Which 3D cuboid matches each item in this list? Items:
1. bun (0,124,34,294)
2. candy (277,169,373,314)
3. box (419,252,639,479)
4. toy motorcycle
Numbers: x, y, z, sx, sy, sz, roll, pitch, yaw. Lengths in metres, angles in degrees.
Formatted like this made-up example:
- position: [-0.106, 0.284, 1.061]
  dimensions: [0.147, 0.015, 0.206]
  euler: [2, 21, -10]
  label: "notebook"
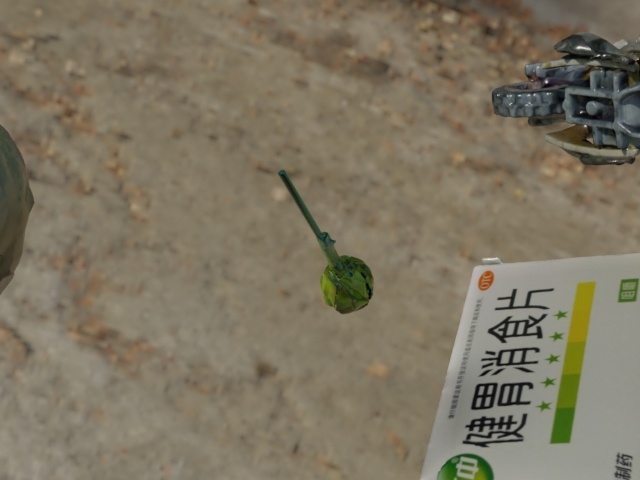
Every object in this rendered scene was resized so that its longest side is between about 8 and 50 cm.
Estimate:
- position: [-0.345, 0.006, 1.327]
  dimensions: [0.168, 0.273, 0.273]
  euler: [42, 28, -1]
  label: "bun"
- position: [0.000, 0.000, 1.667]
  dimensions: [0.058, 0.194, 0.062]
  euler: [-20, 37, 15]
  label: "candy"
- position: [0.188, 0.151, 1.217]
  dimensions: [0.173, 0.145, 0.333]
  euler: [-5, 34, 20]
  label: "box"
- position: [0.233, -0.105, 1.161]
  dimensions: [0.130, 0.094, 0.229]
  euler: [-11, 14, -34]
  label: "toy motorcycle"
